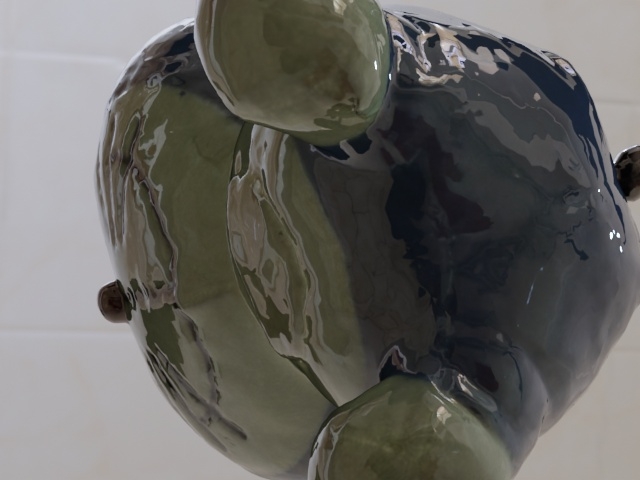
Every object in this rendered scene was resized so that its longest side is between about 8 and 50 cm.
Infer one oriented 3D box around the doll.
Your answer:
[{"bbox_3d":[0.000,0.000,0.659,0.258,0.154,0.228,-8,-78,61],"label":"doll"}]
